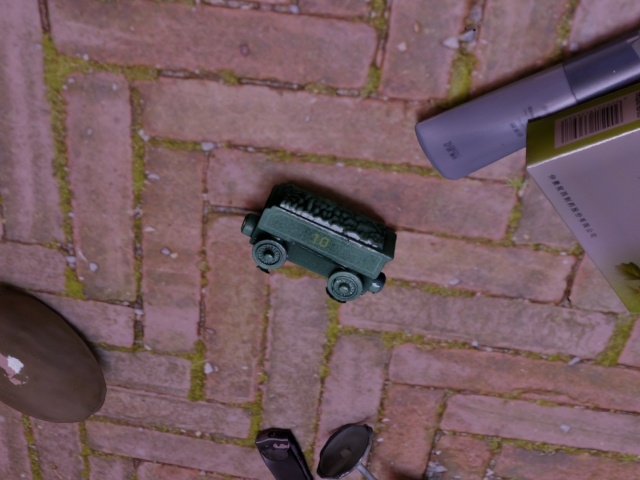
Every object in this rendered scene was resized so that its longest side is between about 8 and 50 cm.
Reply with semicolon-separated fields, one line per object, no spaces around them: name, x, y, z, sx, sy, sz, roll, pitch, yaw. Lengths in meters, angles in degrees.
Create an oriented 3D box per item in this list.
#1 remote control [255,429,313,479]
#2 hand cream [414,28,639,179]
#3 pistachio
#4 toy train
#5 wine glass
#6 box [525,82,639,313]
remote control;-0.037;0.349;1.364;0.059;0.028;0.212;-7;127;20
hand cream;0.211;-0.127;0.900;0.255;0.048;0.079;-22;119;31
pistachio;-0.371;0.158;1.229;0.206;0.131;0.129;43;170;-28
toy train;0.000;0.000;1.041;0.172;0.070;0.099;24;123;-6
wine glass;0.086;0.335;1.274;0.122;0.122;0.183;-26;117;30
box;0.329;-0.038;0.898;0.175;0.062;0.260;-18;133;31
